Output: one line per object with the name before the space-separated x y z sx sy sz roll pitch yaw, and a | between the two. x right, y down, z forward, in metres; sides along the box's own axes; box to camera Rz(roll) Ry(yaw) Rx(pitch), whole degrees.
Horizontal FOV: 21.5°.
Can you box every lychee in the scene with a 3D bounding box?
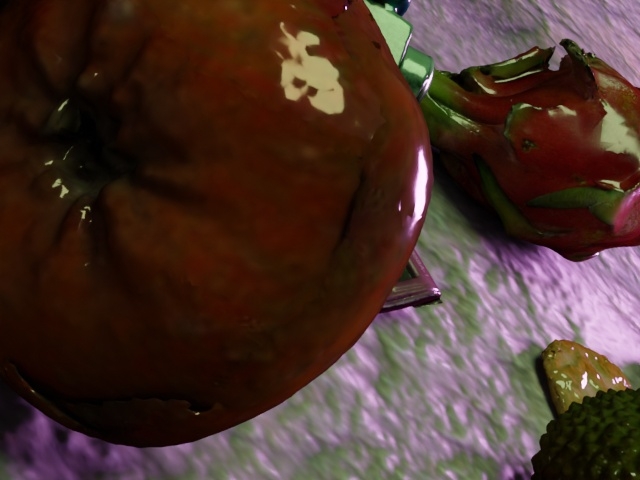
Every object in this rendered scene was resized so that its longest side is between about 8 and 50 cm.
lychee | 0.222 0.178 1.165 0.171 0.171 0.171 36 30 -25

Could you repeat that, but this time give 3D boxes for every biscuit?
biscuit | 0.242 0.179 1.325 0.118 0.029 0.247 21 38 -42

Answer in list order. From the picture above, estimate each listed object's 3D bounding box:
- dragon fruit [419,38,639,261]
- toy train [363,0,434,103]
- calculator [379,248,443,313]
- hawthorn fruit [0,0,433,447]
dragon fruit | 0.200 -0.093 1.462 0.269 0.198 0.200 37 38 7
toy train | -0.079 -0.148 1.085 0.298 0.194 0.120 29 64 -11
calculator | 0.000 0.000 1.193 0.190 0.034 0.126 -3 58 -50
hawthorn fruit | -0.070 -0.034 0.915 0.276 0.276 0.307 53 7 6
